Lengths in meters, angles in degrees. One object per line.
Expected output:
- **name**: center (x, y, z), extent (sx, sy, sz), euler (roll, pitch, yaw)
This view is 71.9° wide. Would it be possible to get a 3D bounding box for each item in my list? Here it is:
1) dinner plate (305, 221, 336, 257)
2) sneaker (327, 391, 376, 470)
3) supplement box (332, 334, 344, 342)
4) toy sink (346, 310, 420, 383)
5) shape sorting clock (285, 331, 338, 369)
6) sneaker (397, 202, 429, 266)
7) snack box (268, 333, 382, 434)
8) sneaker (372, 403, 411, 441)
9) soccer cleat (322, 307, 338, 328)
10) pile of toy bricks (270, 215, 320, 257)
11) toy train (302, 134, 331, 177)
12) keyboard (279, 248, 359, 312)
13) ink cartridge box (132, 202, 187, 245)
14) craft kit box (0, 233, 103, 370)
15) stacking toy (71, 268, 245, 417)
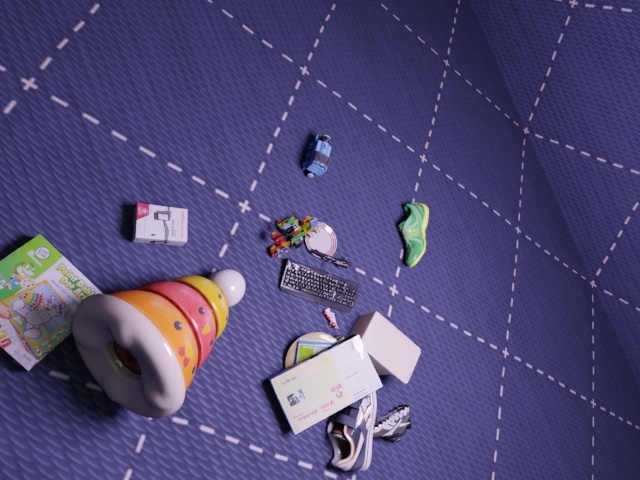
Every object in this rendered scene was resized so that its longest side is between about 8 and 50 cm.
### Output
- **dinner plate**: center (0.000, 0.000, 1.663), extent (0.141, 0.017, 0.141), euler (10, 71, -30)
- **sneaker**: center (0.104, 0.594, 1.473), extent (0.127, 0.126, 0.321), euler (16, 66, -31)
- **supplement box**: center (0.051, 0.387, 1.547), extent (0.083, 0.056, 0.083), euler (-24, 89, -35)
- **toy sink**: center (0.221, 0.397, 1.610), extent (0.234, 0.131, 0.153), euler (40, 57, -10)
- **shape sorting clock**: center (-0.016, 0.410, 1.476), extent (0.206, 0.040, 0.206), euler (2, 83, -12)
- **sneaker**: center (0.385, -0.025, 1.884), extent (0.124, 0.109, 0.295), euler (12, 68, -6)
- **snack box**: center (0.018, 0.457, 1.424), extent (0.322, 0.060, 0.187), euler (-24, 87, -14)
- **sneaker**: center (0.245, 0.673, 1.568), extent (0.234, 0.078, 0.106), euler (-12, 79, -37)
- **soccer cleat**: center (0.042, 0.282, 1.593), extent (0.036, 0.029, 0.083), euler (-37, 91, -31)
- **pile of toy bricks**: center (-0.110, -0.040, 1.567), extent (0.212, 0.118, 0.105), euler (-33, 55, -26)
- **toy train**: center (-0.007, -0.330, 1.710), extent (0.080, 0.105, 0.184), euler (27, 62, -24)
- **keyboard**: center (0.012, 0.131, 1.609), extent (0.317, 0.033, 0.201), euler (21, 70, -27)
- **ink cartridge box**: center (-0.483, -0.046, 1.336), extent (0.150, 0.063, 0.109), euler (6, 72, -31)
- **craft kit box**: center (-0.727, 0.154, 1.121), extent (0.250, 0.061, 0.246), euler (48, 53, -11)
- **stacking toy**: center (-0.376, 0.203, 1.222), extent (0.350, 0.351, 0.480), euler (55, 38, -6)
